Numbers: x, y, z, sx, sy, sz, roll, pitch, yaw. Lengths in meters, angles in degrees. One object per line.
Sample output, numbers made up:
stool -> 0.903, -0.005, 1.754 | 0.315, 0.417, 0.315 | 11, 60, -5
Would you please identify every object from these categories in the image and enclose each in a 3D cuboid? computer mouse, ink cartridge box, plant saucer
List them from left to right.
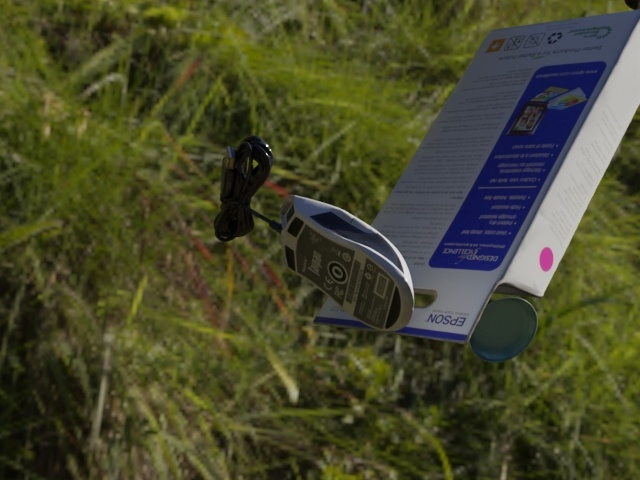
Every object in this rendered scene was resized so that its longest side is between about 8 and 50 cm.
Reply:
computer mouse -> 0.000, 0.000, 0.832 | 0.193, 0.106, 0.042 | 34, 45, 22
ink cartridge box -> 0.153, -0.052, 0.974 | 0.176, 0.371, 0.069 | 3, -40, 47
plant saucer -> 0.288, 0.139, 1.757 | 0.119, 0.119, 0.021 | 8, 22, -22

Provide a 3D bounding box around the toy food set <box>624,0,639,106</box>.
toy food set -> 0.353, -0.222, 1.159 | 0.128, 0.071, 0.218 | 5, -33, -15
